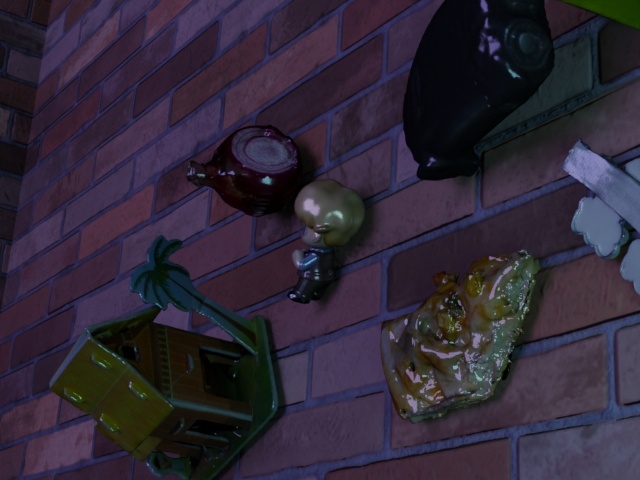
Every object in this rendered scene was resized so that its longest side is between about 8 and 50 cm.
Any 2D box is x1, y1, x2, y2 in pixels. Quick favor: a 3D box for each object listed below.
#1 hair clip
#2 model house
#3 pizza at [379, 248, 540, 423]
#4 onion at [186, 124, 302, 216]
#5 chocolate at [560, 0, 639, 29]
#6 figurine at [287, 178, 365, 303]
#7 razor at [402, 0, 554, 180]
[{"bbox_3d":[0.349,-0.035,1.257,0.140,0.054,0.220,-57,37,17],"label":"hair clip"},{"bbox_3d":[-0.292,0.199,1.881,0.300,0.324,0.340,-47,40,34],"label":"model house"},{"bbox_3d":[0.174,0.117,1.435,0.297,0.071,0.189,-37,46,43],"label":"pizza"},{"bbox_3d":[-0.133,-0.106,1.917,0.173,0.198,0.135,-119,23,-45],"label":"onion"},{"bbox_3d":[0.339,-0.386,1.221,0.301,0.289,0.137,-47,50,35],"label":"chocolate"},{"bbox_3d":[0.000,0.000,1.744,0.108,0.114,0.196,36,119,33],"label":"figurine"},{"bbox_3d":[0.186,-0.208,1.436,0.327,0.107,0.189,122,144,-65],"label":"razor"}]
